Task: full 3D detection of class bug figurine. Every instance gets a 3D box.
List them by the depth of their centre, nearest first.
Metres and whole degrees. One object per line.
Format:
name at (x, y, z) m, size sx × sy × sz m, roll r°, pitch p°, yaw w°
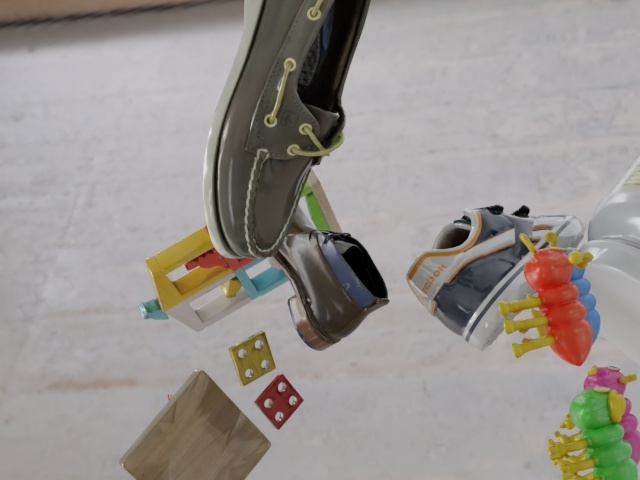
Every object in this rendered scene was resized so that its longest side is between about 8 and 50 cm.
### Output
bug figurine at (0.211, 0.095, 0.996) m, size 0.072 × 0.216 × 0.279 m, roll -17°, pitch -4°, yaw 14°

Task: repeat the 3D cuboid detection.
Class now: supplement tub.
supplement tub at (0.446, -0.023, 1.361) m, size 0.235 × 0.235 × 0.325 m, roll 30°, pitch 70°, yaw 38°

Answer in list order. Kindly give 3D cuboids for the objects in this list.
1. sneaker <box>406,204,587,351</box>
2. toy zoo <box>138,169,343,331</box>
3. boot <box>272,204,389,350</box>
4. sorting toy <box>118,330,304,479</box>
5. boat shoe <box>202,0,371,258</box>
sneaker at (0.208, 0.016, 1.425) m, size 0.127 × 0.126 × 0.321 m, roll 36°, pitch 26°, yaw 15°
toy zoo at (-0.113, 0.028, 1.663) m, size 0.293 × 0.192 × 0.030 m, roll -30°, pitch 60°, yaw -3°
boot at (0.000, 0.000, 1.344) m, size 0.106 × 0.219 × 0.082 m, roll -30°, pitch -12°, yaw 36°
sorting toy at (-0.136, 0.222, 1.347) m, size 0.274 × 0.132 × 0.046 m, roll -50°, pitch 30°, yaw -20°
boat shoe at (-0.025, -0.123, 1.077) m, size 0.091 × 0.305 × 0.109 m, roll 18°, pitch 10°, yaw 29°
